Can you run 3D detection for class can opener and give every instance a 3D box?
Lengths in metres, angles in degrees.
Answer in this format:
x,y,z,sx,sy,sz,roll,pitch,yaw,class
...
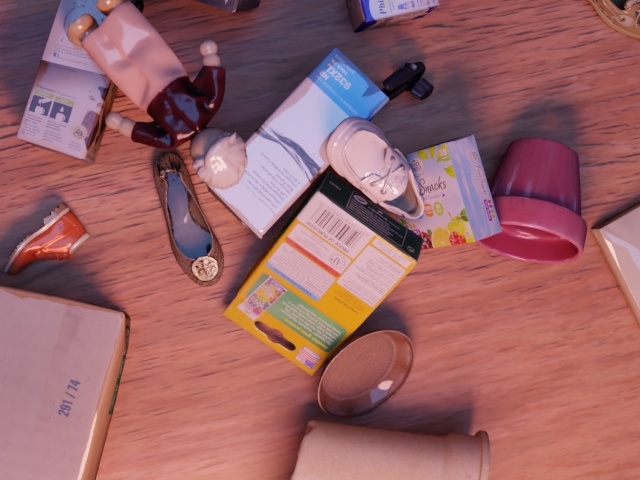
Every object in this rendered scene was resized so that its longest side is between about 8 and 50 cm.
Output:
x,y,z,sx,sy,sz,roll,pitch,yaw,class
0.146,-0.279,1.730,0.073,0.186,0.059,29,115,18,can opener

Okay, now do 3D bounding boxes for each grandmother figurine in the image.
x,y,z,sx,sy,sz,roll,pitch,yaw,class
-0.232,-0.227,1.522,0.208,0.104,0.342,-39,87,16,grandmother figurine

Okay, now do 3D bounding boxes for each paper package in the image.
x,y,z,sx,sy,sz,roll,pitch,yaw,class
-0.496,0.246,1.636,0.309,0.168,0.325,13,82,-7,paper package

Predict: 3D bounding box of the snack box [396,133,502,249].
x,y,z,sx,sy,sz,roll,pitch,yaw,class
0.206,-0.078,1.713,0.070,0.207,0.174,-18,94,-29,snack box

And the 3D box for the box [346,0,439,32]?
x,y,z,sx,sy,sz,roll,pitch,yaw,class
0.125,-0.423,1.739,0.137,0.126,0.072,-14,94,-6,box

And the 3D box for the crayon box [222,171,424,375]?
x,y,z,sx,sy,sz,roll,pitch,yaw,class
0.000,0.062,1.700,0.203,0.083,0.323,35,122,-7,crayon box

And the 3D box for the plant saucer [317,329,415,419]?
x,y,z,sx,sy,sz,roll,pitch,yaw,class
0.075,0.230,1.749,0.198,0.036,0.199,-18,130,-23,plant saucer

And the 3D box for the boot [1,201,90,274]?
x,y,z,sx,sy,sz,roll,pitch,yaw,class
-0.475,0.017,1.707,0.158,0.059,0.084,-43,101,-6,boot

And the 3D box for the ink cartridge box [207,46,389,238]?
x,y,z,sx,sy,sz,roll,pitch,yaw,class
-0.046,-0.158,1.673,0.129,0.223,0.307,43,86,-5,ink cartridge box

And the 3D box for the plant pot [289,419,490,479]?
x,y,z,sx,sy,sz,roll,pitch,yaw,class
0.096,0.449,1.677,0.305,0.334,0.334,14,89,3,plant pot

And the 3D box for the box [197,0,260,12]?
x,y,z,sx,sy,sz,roll,pitch,yaw,class
-0.222,-0.444,1.645,0.232,0.183,0.059,19,109,3,box

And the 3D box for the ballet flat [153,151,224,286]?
x,y,z,sx,sy,sz,roll,pitch,yaw,class
-0.234,-0.037,1.734,0.084,0.058,0.250,-18,93,-6,ballet flat

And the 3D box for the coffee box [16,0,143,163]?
x,y,z,sx,sy,sz,roll,pitch,yaw,class
-0.397,-0.288,1.654,0.119,0.168,0.297,18,89,-8,coffee box

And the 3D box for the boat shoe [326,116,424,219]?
x,y,z,sx,sy,sz,roll,pitch,yaw,class
0.104,-0.110,1.599,0.096,0.277,0.098,40,93,33,boat shoe

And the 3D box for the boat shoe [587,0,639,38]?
x,y,z,sx,sy,sz,roll,pitch,yaw,class
0.546,-0.461,1.809,0.285,0.089,0.105,29,87,-7,boat shoe

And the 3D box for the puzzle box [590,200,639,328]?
x,y,z,sx,sy,sz,roll,pitch,yaw,class
0.747,0.002,1.864,0.409,0.052,0.272,-28,94,-6,puzzle box

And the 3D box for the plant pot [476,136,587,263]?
x,y,z,sx,sy,sz,roll,pitch,yaw,class
0.380,-0.075,1.756,0.201,0.201,0.180,17,73,-7,plant pot
